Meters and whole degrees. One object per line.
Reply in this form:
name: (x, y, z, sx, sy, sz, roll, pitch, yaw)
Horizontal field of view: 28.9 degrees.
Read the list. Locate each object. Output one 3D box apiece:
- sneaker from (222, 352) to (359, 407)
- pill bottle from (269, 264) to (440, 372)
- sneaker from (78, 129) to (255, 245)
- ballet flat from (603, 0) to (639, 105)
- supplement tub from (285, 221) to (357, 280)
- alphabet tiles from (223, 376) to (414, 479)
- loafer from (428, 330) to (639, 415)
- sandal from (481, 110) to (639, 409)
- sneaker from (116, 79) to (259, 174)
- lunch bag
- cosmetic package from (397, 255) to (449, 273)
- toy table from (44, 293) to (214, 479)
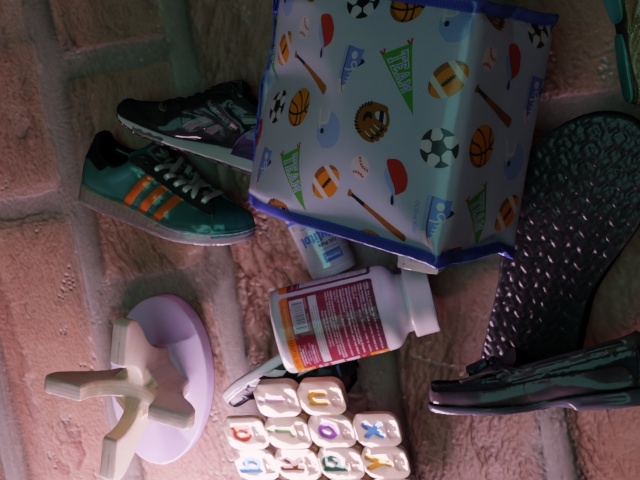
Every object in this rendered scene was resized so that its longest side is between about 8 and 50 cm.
sneaker: (-0.039, 0.223, 1.840, 0.217, 0.079, 0.121, -35, 84, 24)
pill bottle: (0.048, 0.103, 1.726, 0.221, 0.121, 0.121, -13, 96, 5)
sneaker: (-0.229, -0.080, 1.845, 0.302, 0.108, 0.121, 17, 111, 21)
ballet flat: (0.398, -0.275, 1.562, 0.067, 0.073, 0.206, -13, 99, -2)
supplement tub: (0.000, 0.000, 1.782, 0.071, 0.071, 0.107, -27, 89, 26)
alphabet tiles: (0.002, 0.324, 1.832, 0.277, 0.021, 0.284, -6, 115, 23)
loafer: (0.284, 0.173, 1.621, 0.302, 0.109, 0.095, -6, 92, 24)
sandal: (0.317, 0.018, 1.642, 0.167, 0.107, 0.446, 25, 122, 16)
sneaker: (-0.155, -0.182, 1.807, 0.283, 0.107, 0.124, 18, 98, 12)
lunch bag: (0.079, -0.165, 1.600, 0.385, 0.239, 0.328, 15, 100, 38)
cosmetic package: (0.152, 0.011, 1.692, 0.060, 0.115, 0.041, 10, 104, 20)
toy table: (-0.273, 0.231, 1.902, 0.252, 0.161, 0.274, 0, 100, 24)
